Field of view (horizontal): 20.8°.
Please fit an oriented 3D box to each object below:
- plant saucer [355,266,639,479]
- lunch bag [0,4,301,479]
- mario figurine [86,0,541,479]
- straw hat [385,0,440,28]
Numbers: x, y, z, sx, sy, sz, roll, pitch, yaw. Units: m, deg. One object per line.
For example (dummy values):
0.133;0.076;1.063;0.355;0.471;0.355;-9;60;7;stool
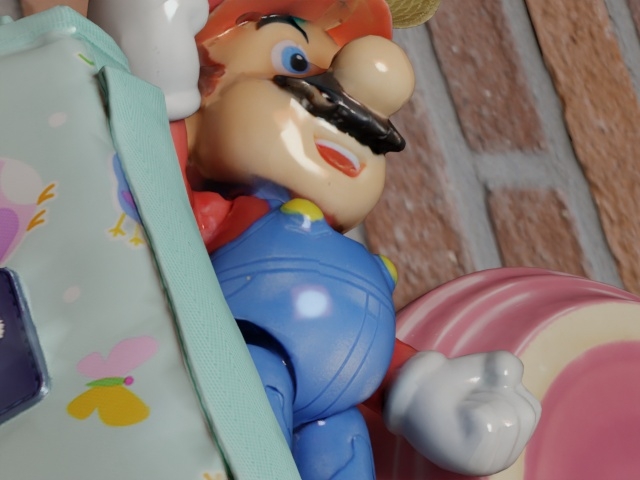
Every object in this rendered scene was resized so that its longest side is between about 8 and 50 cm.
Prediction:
0.150;0.158;0.833;0.332;0.084;0.332;19;55;-30;plant saucer
-0.105;0.092;0.504;0.160;0.262;0.223;11;41;-36;lunch bag
0.000;0.000;0.699;0.170;0.198;0.320;-7;56;-1;mario figurine
-0.013;-0.136;0.883;0.144;0.061;0.144;23;37;-19;straw hat
